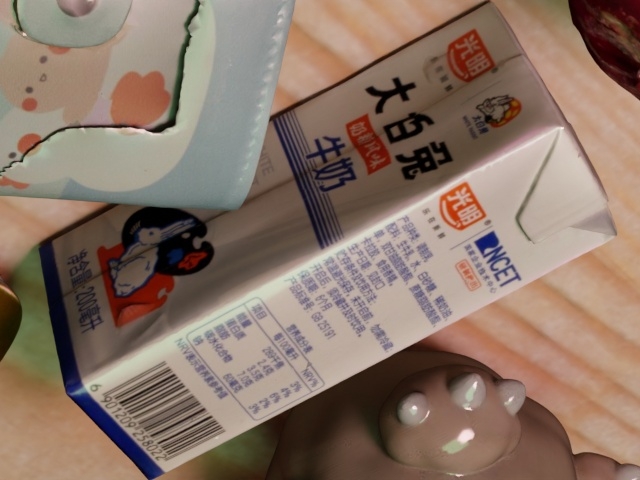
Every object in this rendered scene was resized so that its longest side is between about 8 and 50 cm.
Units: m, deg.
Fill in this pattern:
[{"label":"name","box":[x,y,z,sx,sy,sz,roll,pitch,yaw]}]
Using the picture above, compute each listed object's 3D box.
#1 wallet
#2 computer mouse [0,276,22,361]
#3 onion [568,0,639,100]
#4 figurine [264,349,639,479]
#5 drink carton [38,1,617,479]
[{"label":"wallet","box":[-0.143,-0.101,0.876,0.250,0.075,0.176,3,119,-25]},{"label":"computer mouse","box":[-0.318,0.035,0.960,0.310,0.072,0.158,24,118,-33]},{"label":"onion","box":[0.234,-0.174,0.877,0.246,0.190,0.246,-26,142,-22]},{"label":"figurine","box":[0.026,0.209,1.158,0.380,0.203,0.248,-34,126,28]},{"label":"drink carton","box":[0.000,0.000,0.993,0.315,0.130,0.106,-28,134,8]}]
